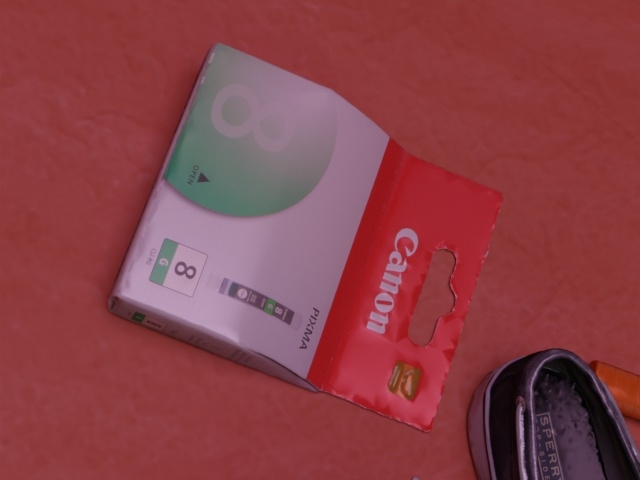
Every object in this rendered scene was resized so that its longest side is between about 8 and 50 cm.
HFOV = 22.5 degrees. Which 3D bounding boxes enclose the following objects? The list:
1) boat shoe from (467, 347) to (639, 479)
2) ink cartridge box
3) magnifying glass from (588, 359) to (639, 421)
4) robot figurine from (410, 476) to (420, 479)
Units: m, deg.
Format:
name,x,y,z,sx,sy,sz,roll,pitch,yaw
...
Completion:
name,x,y,z,sx,sy,sz,roll,pitch,yaw
boat shoe,0.175,0.212,0.987,0.108,0.102,0.301,-10,78,-16
ink cartridge box,0.000,0.000,1.025,0.224,0.056,0.181,21,72,-6
magnifying glass,0.284,0.132,1.079,0.231,0.026,0.092,21,72,-10
robot figurine,0.056,0.308,0.869,0.299,0.200,0.354,-19,87,20
